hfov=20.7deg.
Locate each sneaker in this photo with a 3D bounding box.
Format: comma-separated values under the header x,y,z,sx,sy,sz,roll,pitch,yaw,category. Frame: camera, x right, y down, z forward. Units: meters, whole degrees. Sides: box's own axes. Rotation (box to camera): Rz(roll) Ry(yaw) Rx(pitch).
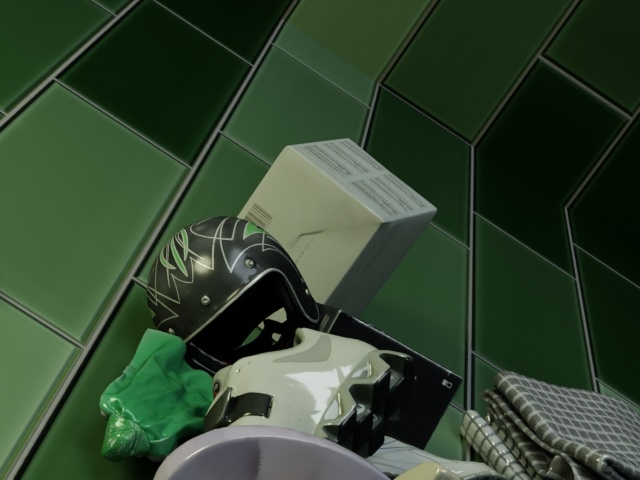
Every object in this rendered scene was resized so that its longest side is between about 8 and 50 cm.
x,y,z,sx,sy,sz,roll,pitch,yaw,category
-0.057,0.182,1.555,0.146,0.122,0.330,23,34,22,sneaker
0.079,0.236,1.739,0.297,0.111,0.129,18,18,-45,sneaker

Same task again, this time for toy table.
x,y,z,sx,sy,sz,roll,pitch,yaw,category
0.007,0.260,1.347,0.274,0.252,0.161,21,6,-23,toy table

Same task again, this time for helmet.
x,y,z,sx,sy,sz,roll,pitch,yaw,category
-0.099,0.054,1.793,0.161,0.169,0.169,44,11,-30,helmet

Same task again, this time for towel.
x,y,z,sx,sy,sz,roll,pitch,yaw,category
0.331,0.269,2.073,0.284,0.121,0.235,21,19,-37,towel

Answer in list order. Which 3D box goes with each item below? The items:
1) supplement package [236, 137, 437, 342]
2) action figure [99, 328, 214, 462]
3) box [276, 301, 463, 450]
x,y,z,sx,sy,sz,roll,pitch,yaw,category
0.000,0.000,2.058,0.149,0.194,0.203,40,17,13,supplement package
-0.150,0.157,1.588,0.137,0.063,0.232,39,14,5,action figure
0.042,0.141,1.853,0.156,0.093,0.158,30,-5,-15,box
